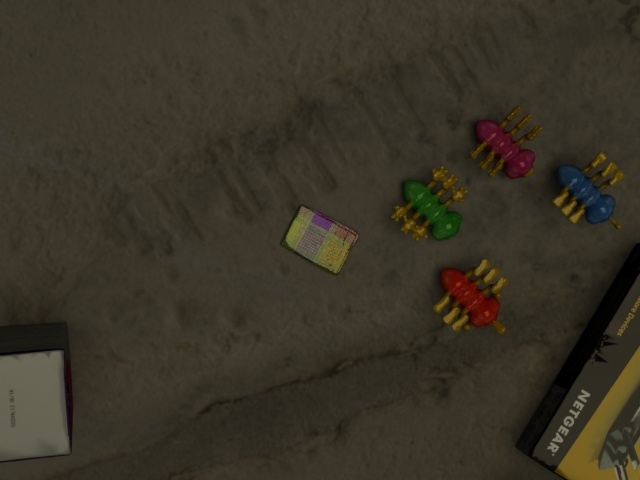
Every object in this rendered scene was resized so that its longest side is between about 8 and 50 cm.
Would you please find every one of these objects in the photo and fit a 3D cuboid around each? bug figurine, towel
[{"bbox_3d":[0.220,-0.030,1.492,0.279,0.072,0.216,-41,94,-1],"label":"bug figurine"},{"bbox_3d":[0.000,0.000,1.483,0.083,0.009,0.060,27,89,-11],"label":"towel"}]

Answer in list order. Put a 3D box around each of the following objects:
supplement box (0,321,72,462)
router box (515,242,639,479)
[{"bbox_3d":[-0.326,0.158,1.326,0.114,0.220,0.111,-4,95,-12],"label":"supplement box"},{"bbox_3d":[0.428,0.194,1.530,0.243,0.081,0.309,31,88,-4],"label":"router box"}]
